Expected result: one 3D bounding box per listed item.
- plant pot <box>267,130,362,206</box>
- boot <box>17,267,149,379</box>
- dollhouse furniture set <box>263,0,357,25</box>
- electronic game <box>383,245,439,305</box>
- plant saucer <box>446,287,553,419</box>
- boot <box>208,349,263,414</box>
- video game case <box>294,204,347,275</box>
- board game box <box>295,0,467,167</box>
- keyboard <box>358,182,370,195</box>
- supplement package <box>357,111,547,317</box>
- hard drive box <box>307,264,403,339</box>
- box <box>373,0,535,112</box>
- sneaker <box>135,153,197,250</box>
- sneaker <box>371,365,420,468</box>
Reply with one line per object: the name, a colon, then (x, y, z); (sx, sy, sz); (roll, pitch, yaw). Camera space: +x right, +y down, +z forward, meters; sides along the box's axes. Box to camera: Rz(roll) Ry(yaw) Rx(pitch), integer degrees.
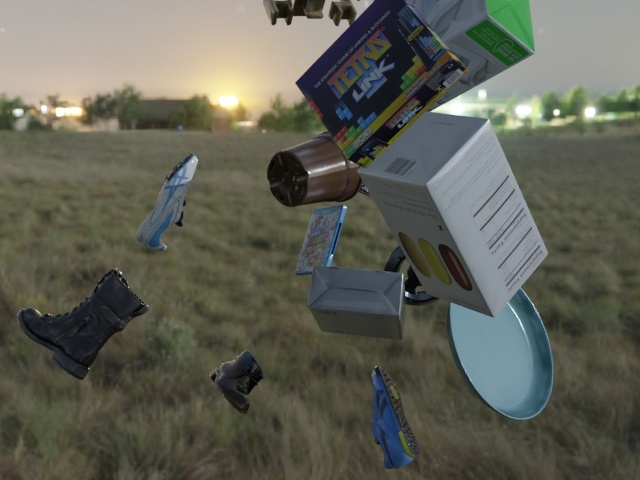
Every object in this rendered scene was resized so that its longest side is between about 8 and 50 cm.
plant pot: (-0.019, -0.150, 1.913); (0.167, 0.167, 0.165); (7, 19, 42)
boot: (-0.512, 0.155, 1.867); (0.263, 0.229, 0.091); (34, -8, 29)
dollhouse furniture set: (-0.017, -0.646, 2.027); (0.212, 0.242, 0.161); (-5, 52, -21)
electronic game: (0.293, 0.088, 2.473); (0.229, 0.229, 0.048); (-2, 28, -9)
plant saucer: (0.354, 0.206, 1.726); (0.317, 0.318, 0.043); (-10, -13, -47)
boot: (-0.174, 0.304, 1.892); (0.106, 0.082, 0.219); (-40, 23, -9)
video game case: (0.000, 0.000, 2.004); (0.015, 0.166, 0.119); (27, -20, -31)
board game box: (0.069, -0.196, 1.028); (0.048, 0.170, 0.141); (18, 33, -55)
keyboard: (0.104, -0.213, 2.224); (0.023, 0.180, 0.108); (-8, -16, 40)
supplement package: (0.184, -0.036, 1.165); (0.134, 0.244, 0.139); (-45, 34, -20)
hard drive box: (0.080, 0.131, 1.756); (0.181, 0.089, 0.232); (5, -18, 8)
box: (0.204, -0.369, 1.367); (0.127, 0.262, 0.231); (25, -35, -37)
sneaker: (-0.337, -0.087, 1.968); (0.086, 0.237, 0.085); (28, 0, -14)
sneaker: (0.126, 0.351, 1.708); (0.082, 0.209, 0.069); (-31, -34, 20)
